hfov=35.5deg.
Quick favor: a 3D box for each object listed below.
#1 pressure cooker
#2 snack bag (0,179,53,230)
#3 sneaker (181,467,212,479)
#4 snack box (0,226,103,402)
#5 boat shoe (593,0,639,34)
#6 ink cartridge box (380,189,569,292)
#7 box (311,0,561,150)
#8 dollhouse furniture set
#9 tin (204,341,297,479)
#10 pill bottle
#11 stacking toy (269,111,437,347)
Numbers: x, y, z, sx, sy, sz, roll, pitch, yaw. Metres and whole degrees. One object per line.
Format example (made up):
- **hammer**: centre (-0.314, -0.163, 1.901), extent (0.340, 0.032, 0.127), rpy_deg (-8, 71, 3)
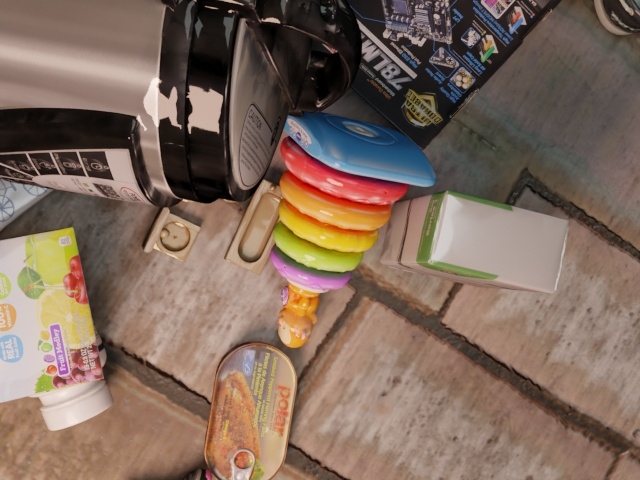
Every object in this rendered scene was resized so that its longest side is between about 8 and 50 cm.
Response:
- **pressure cooker**: centre (-0.165, -0.231, 0.997), extent (0.420, 0.370, 0.375), rpy_deg (12, 126, 6)
- **snack bag**: centre (-0.390, -0.205, 1.207), extent (0.342, 0.037, 0.323), rpy_deg (-38, 98, -9)
- **sneaker**: centre (-0.214, 0.332, 1.246), extent (0.170, 0.063, 0.075), rpy_deg (-37, 100, 4)
- **snack box**: centre (-0.358, 0.089, 1.091), extent (0.207, 0.070, 0.174), rpy_deg (-12, 93, -17)
- **boat shoe**: centre (0.401, -0.428, 1.322), extent (0.114, 0.091, 0.303), rpy_deg (-19, 95, -8)
- **ink cartridge box**: centre (0.182, 0.004, 1.235), extent (0.160, 0.219, 0.093), rpy_deg (13, 87, -12)
- **box**: centre (0.117, -0.313, 1.228), extent (0.295, 0.073, 0.293), rpy_deg (39, 100, -20)
- **dollhouse furniture set**: centre (-0.119, -0.025, 1.224), extent (0.151, 0.123, 0.144), rpy_deg (25, 88, -11)
- **tin**: centre (-0.090, 0.224, 1.284), extent (0.106, 0.040, 0.190), rpy_deg (10, 91, -7)
- **pill bottle**: centre (-0.322, 0.126, 1.199), extent (0.112, 0.112, 0.187), rpy_deg (-21, 95, -9)
- **stacking toy**: centre (0.000, 0.000, 1.238), extent (0.165, 0.175, 0.302), rpy_deg (8, 113, -29)
